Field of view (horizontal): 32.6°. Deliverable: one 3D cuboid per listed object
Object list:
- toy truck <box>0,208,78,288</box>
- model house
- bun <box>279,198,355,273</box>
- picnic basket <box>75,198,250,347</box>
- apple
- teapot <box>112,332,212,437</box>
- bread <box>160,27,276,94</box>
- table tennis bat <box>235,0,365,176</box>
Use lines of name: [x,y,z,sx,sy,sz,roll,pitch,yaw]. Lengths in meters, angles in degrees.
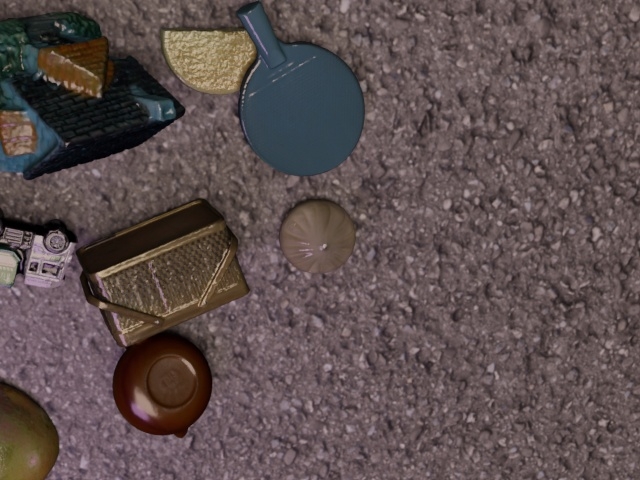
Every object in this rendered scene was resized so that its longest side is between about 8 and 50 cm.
toy truck: [-0.536,0.007,1.801,0.253,0.114,0.124,14,99,-18]
model house: [-0.368,-0.214,1.643,0.261,0.241,0.225,-26,122,-43]
bun: [0.000,0.000,1.916,0.138,0.094,0.138,-5,110,-13]
picnic basket: [-0.265,0.051,1.824,0.267,0.165,0.139,-23,112,-14]
apple: [-0.578,0.351,1.910,0.265,0.120,0.193,41,85,-22]
teapot: [-0.297,0.238,1.927,0.178,0.135,0.252,-32,93,-35]
bread: [-0.170,-0.298,1.817,0.193,0.036,0.112,-3,111,-14]
table tennis bat: [-0.048,-0.252,1.833,0.215,0.044,0.329,-31,121,-2]
